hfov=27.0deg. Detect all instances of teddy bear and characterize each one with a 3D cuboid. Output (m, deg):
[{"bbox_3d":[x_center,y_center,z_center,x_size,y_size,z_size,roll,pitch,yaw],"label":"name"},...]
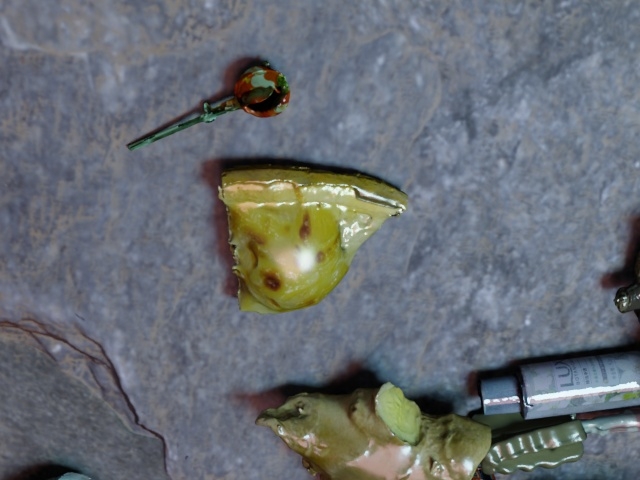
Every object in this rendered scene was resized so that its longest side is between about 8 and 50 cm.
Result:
[{"bbox_3d":[0.385,0.034,1.503,0.119,0.078,0.160,-20,145,-20],"label":"teddy bear"}]

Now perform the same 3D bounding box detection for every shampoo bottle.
[{"bbox_3d":[0.295,0.174,1.585,0.214,0.072,0.072,-7,125,-2],"label":"shampoo bottle"}]

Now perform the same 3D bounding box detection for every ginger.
[{"bbox_3d":[0.053,0.246,1.578,0.270,0.123,0.219,24,131,-3],"label":"ginger"}]

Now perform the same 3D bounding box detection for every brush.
[{"bbox_3d":[0.332,0.226,1.628,0.301,0.084,0.071,-7,129,-9],"label":"brush"}]

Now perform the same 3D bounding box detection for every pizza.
[{"bbox_3d":[-0.006,0.007,1.427,0.204,0.081,0.188,-3,125,-6],"label":"pizza"}]

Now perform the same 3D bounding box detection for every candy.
[{"bbox_3d":[-0.115,-0.127,1.351,0.184,0.049,0.056,-21,117,17],"label":"candy"}]

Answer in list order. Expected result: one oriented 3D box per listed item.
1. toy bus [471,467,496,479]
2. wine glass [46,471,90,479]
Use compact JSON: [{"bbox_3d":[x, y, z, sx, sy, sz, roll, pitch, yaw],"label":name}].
[{"bbox_3d":[0.198,0.339,1.708,0.043,0.031,0.110,1,126,-11],"label":"toy bus"},{"bbox_3d":[-0.355,0.365,1.606,0.204,0.111,0.111,-34,121,17],"label":"wine glass"}]
